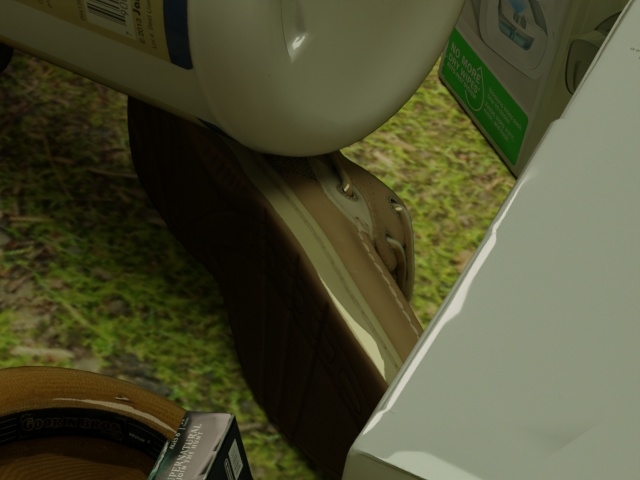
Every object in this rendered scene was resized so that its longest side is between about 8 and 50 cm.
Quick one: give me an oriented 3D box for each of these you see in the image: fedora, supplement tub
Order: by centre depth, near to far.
[{"bbox_3d":[-0.123,0.143,0.868,0.194,0.079,0.194,11,37,-9],"label":"fedora"},{"bbox_3d":[-0.094,-0.195,1.011,0.316,0.228,0.228,24,40,30],"label":"supplement tub"}]

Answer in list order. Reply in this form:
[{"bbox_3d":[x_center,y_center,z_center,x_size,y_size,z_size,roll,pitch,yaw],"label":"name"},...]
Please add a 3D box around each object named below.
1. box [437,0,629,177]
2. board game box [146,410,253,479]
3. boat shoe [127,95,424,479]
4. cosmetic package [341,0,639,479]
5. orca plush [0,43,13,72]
[{"bbox_3d":[0.234,-0.184,1.218,0.262,0.231,0.127,-10,45,-25],"label":"box"},{"bbox_3d":[-0.045,0.181,0.766,0.026,0.186,0.126,1,37,19],"label":"board game box"},{"bbox_3d":[0.000,0.000,1.030,0.110,0.121,0.341,-11,45,-24],"label":"boat shoe"},{"bbox_3d":[0.073,0.132,0.702,0.097,0.377,0.284,24,42,14],"label":"cosmetic package"},{"bbox_3d":[-0.278,-0.117,1.136,0.151,0.102,0.287,33,49,-25],"label":"orca plush"}]
